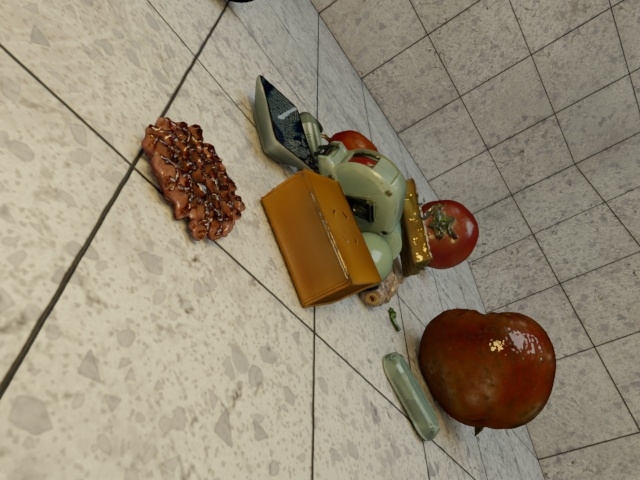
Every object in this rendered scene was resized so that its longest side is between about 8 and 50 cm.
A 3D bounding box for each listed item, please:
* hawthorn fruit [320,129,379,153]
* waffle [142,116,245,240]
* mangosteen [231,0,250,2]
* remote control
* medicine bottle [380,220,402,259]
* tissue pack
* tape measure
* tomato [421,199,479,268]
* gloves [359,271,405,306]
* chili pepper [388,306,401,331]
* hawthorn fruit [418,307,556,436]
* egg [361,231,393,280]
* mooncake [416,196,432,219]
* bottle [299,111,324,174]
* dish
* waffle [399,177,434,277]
[{"bbox_3d":[0.085,-0.263,1.532,0.253,0.205,0.205,49,24,-9],"label":"hawthorn fruit"},{"bbox_3d":[-0.223,-0.112,0.843,0.234,0.055,0.221,62,19,-14],"label":"waffle"},{"bbox_3d":[-0.271,-0.869,1.423,0.302,0.275,0.275,30,13,20],"label":"mangosteen"},{"bbox_3d":[0.244,0.414,1.264,0.247,0.052,0.104,61,20,5],"label":"remote control"},{"bbox_3d":[0.184,-0.067,1.556,0.158,0.158,0.318,53,23,-21],"label":"medicine bottle"},{"bbox_3d":[0.000,0.000,1.086,0.194,0.145,0.275,11,54,-65],"label":"tissue pack"},{"bbox_3d":[0.108,-0.133,1.297,0.125,0.246,0.243,-52,143,-38],"label":"tape measure"},{"bbox_3d":[0.539,-0.023,2.106,0.321,0.321,0.321,48,26,-32],"label":"tomato"},{"bbox_3d":[0.169,0.138,1.363,0.144,0.110,0.094,-34,105,-40],"label":"gloves"},{"bbox_3d":[0.229,0.245,1.475,0.027,0.022,0.083,-3,63,-30],"label":"chili pepper"},{"bbox_3d":[0.499,0.404,1.459,0.403,0.402,0.403,48,26,-32],"label":"hawthorn fruit"},{"bbox_3d":[0.119,0.053,1.275,0.149,0.149,0.192,62,25,0],"label":"egg"},{"bbox_3d":[0.171,-0.131,1.441,0.346,0.057,0.150,28,67,6],"label":"mooncake"},{"bbox_3d":[-0.026,-0.292,1.447,0.096,0.079,0.254,2,52,-18],"label":"bottle"},{"bbox_3d":[-0.115,-0.296,1.263,0.182,0.080,0.243,29,38,-54],"label":"dish"},{"bbox_3d":[0.326,-0.034,1.727,0.348,0.077,0.304,75,5,-74],"label":"waffle"}]
